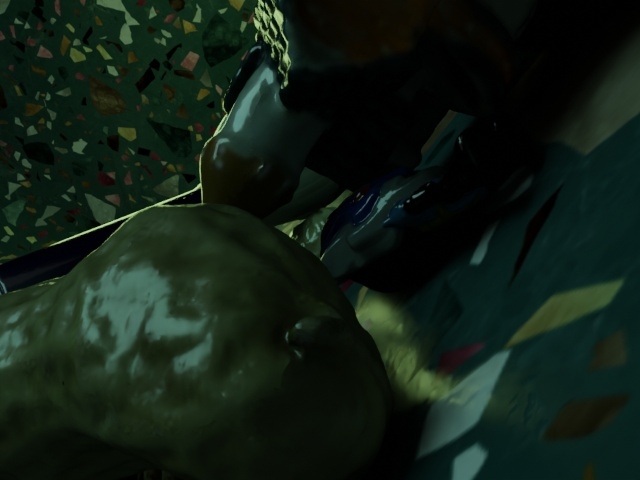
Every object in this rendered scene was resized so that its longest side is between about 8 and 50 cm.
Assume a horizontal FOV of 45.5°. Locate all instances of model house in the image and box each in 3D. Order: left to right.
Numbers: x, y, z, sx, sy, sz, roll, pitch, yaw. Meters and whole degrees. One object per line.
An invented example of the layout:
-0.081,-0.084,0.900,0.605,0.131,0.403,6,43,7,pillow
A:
0.045,-0.110,0.494,0.301,0.190,0.271,-57,8,-5,model house

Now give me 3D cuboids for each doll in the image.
0.047,-0.008,0.474,0.096,0.070,0.195,-21,-12,-41,doll

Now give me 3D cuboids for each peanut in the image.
-0.091,0.061,0.419,0.291,0.143,0.159,-11,45,36,peanut

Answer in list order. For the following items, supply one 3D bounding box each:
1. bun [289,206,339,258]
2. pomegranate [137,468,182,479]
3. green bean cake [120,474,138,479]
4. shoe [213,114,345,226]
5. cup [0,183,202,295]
0.000,0.000,0.706,0.086,0.055,0.086,-50,9,11,bun
-0.105,0.106,0.589,0.159,0.159,0.205,-113,31,-80,pomegranate
-0.222,0.185,0.711,0.198,0.097,0.232,0,-41,-43,green bean cake
-0.033,-0.080,0.843,0.160,0.132,0.363,-52,-6,37,shoe
-0.196,0.100,0.836,0.256,0.255,0.178,-24,17,-23,cup
